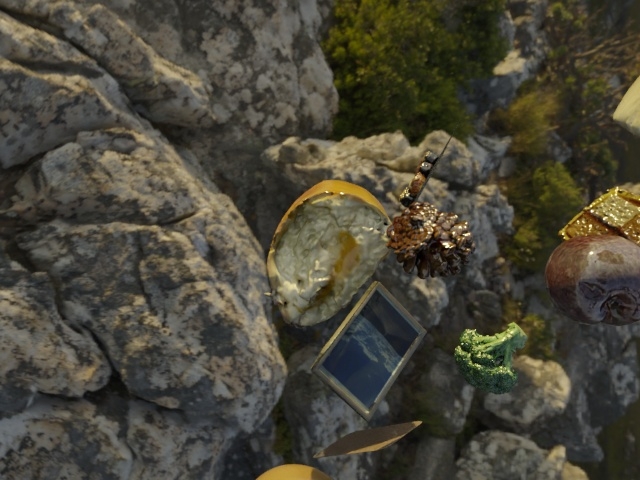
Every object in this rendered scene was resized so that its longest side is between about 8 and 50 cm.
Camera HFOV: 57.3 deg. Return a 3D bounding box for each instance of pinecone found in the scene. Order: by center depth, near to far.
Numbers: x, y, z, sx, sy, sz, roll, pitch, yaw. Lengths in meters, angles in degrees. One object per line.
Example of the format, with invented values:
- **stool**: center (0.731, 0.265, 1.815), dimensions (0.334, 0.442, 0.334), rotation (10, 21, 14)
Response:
- **pinecone**: center (0.245, 0.004, 1.288), dimensions (0.195, 0.150, 0.179), rotation (9, 34, -17)

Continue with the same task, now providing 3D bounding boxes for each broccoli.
- **broccoli**: center (0.605, 0.400, 2.054), dimensions (0.270, 0.270, 0.270), rotation (32, 107, -32)

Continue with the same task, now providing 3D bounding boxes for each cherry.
- **cherry**: center (0.447, 0.057, 0.934), dimensions (0.176, 0.176, 0.140), rotation (-34, 135, -38)

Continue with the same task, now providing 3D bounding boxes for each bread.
- **bread**: center (0.594, 0.000, 1.139), dimensions (0.181, 0.222, 0.096), rotation (-42, 119, 5)
- **bread**: center (0.000, 0.000, 1.552), dimensions (0.250, 0.394, 0.361), rotation (37, 102, -10)

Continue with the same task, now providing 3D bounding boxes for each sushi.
- **sushi**: center (0.307, -0.208, 1.739), dimensions (0.050, 0.264, 0.290), rotation (30, 68, 8)

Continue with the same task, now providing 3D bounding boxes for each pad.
- **pad**: center (0.115, 0.500, 1.469), dimensions (0.176, 0.266, 0.002), rotation (-13, 80, -47)

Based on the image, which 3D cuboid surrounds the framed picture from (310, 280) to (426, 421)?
- **framed picture**: center (0.113, 0.245, 1.317), dimensions (0.189, 0.023, 0.260), rotation (46, 67, -17)

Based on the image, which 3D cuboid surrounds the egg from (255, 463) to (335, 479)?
- **egg**: center (-0.056, 0.822, 1.712), dimensions (0.373, 0.301, 0.301), rotation (32, 64, -18)

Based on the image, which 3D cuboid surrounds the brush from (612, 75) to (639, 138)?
- **brush**: center (0.510, -0.229, 0.813), dimensions (0.174, 0.166, 0.267), rotation (23, 34, 3)
